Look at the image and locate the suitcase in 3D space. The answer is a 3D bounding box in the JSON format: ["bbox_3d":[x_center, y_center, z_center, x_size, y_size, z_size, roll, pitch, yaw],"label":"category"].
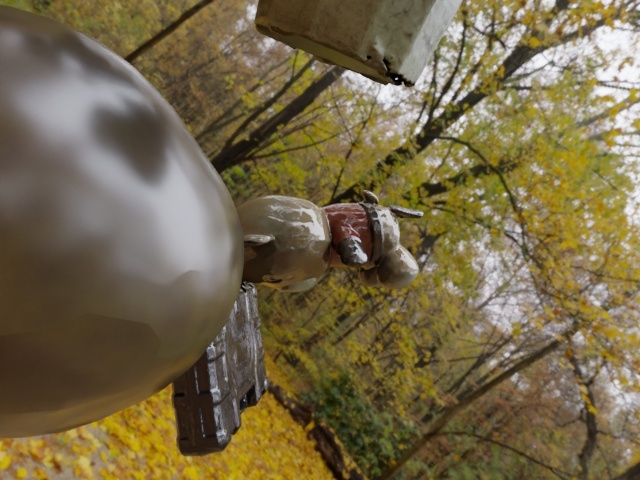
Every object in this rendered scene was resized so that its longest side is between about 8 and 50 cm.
[{"bbox_3d":[-0.145,0.171,0.735,0.285,0.066,0.207,5,78,-84],"label":"suitcase"}]

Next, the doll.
[{"bbox_3d":[0.000,0.000,0.817,0.235,0.329,0.175,-168,-101,-74],"label":"doll"}]

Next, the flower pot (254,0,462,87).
[{"bbox_3d":[0.055,-0.237,0.384,0.212,0.203,0.212,18,15,-5],"label":"flower pot"}]

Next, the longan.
[{"bbox_3d":[-0.265,-0.019,0.454,0.405,0.404,0.336,50,-50,0],"label":"longan"}]
